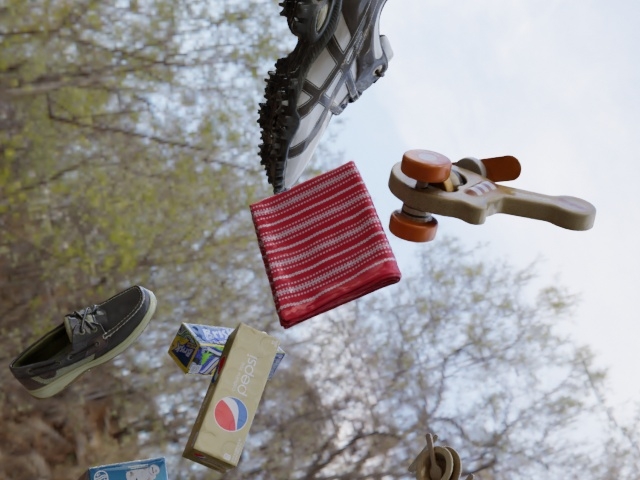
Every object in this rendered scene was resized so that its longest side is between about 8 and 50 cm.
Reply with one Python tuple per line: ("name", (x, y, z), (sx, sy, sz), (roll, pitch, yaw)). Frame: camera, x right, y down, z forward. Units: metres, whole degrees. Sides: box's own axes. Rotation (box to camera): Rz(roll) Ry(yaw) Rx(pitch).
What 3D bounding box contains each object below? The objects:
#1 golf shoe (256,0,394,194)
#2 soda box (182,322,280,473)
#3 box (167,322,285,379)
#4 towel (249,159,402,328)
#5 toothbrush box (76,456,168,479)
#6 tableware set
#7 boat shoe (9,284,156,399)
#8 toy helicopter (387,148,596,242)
("golf shoe", (0.009, -0.120, 0.731), (0.077, 0.094, 0.198), (-116, -144, -53))
("soda box", (-0.114, 0.202, 1.262), (0.058, 0.061, 0.181), (-46, -159, 59))
("box", (-0.137, 0.165, 1.442), (0.059, 0.169, 0.054), (41, -71, 41))
("towel", (0.000, 0.000, 1.525), (0.031, 0.199, 0.275), (62, 6, -46))
("toothbrush box", (-0.303, 0.509, 1.549), (0.216, 0.126, 0.295), (137, -55, -64))
("tableware set", (0.151, 0.411, 1.583), (0.194, 0.039, 0.128), (-53, -146, 5))
("boat shoe", (-0.332, 0.135, 1.363), (0.073, 0.223, 0.080), (51, 3, -44))
("toy helicopter", (0.293, -0.078, 1.683), (0.235, 0.355, 0.140), (-64, 165, -66))
